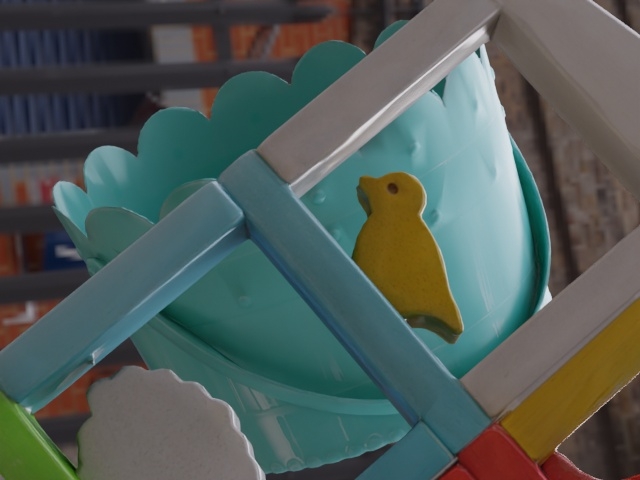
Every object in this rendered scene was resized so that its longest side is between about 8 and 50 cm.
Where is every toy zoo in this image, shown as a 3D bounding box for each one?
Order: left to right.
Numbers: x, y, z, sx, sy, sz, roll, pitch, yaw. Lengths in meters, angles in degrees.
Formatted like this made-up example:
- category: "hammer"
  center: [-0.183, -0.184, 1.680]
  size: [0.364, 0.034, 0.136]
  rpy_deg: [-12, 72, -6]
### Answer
- category: "toy zoo"
  center: [0.036, 0.055, 0.400]
  size: [0.192, 0.293, 0.030]
  rpy_deg: [49, -9, 10]

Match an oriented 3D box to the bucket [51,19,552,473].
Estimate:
- category: "bucket"
  center: [0.000, 0.000, 0.938]
  size: [0.183, 0.281, 0.281]
  rpy_deg: [67, -16, -16]
